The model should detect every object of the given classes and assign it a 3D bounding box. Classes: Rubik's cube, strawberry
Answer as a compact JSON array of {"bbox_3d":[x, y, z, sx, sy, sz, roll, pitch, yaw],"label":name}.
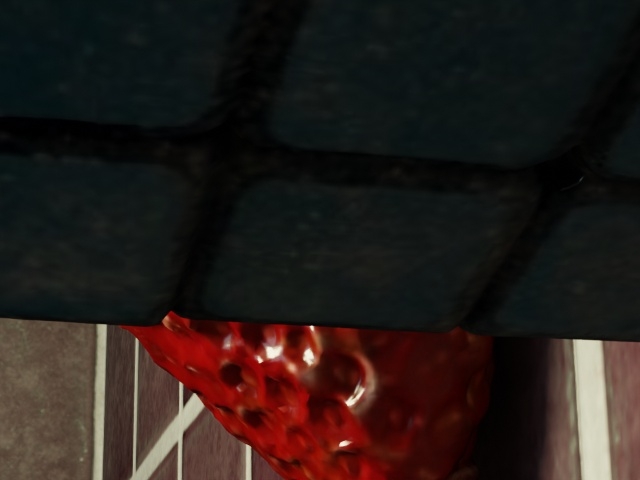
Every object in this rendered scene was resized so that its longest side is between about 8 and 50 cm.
[{"bbox_3d":[-0.013,-0.198,0.394,0.344,0.337,0.344,111,159,-55],"label":"Rubik's cube"},{"bbox_3d":[0.000,0.000,0.705,0.244,0.205,0.205,66,158,17],"label":"strawberry"}]
